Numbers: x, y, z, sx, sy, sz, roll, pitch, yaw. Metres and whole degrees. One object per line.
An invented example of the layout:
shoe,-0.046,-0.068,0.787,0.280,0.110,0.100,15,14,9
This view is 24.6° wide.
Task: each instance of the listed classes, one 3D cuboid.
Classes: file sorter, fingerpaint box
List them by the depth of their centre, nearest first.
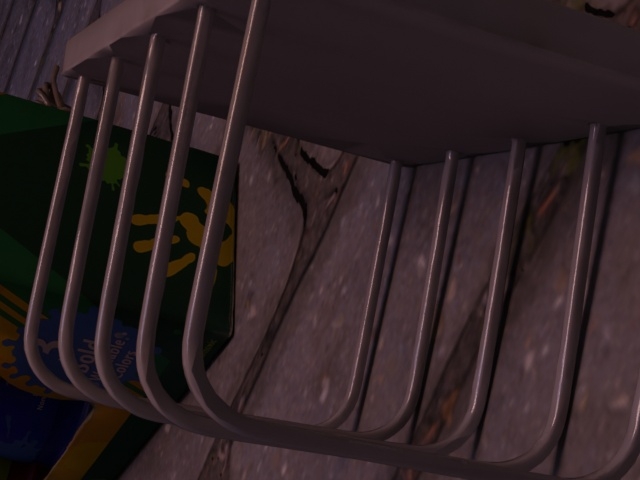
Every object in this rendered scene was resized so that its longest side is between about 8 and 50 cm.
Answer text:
file sorter,0.000,0.000,0.616,0.277,0.193,0.173,174,107,-67
fingerpaint box,-0.318,0.077,1.101,0.445,0.371,0.163,-50,32,45

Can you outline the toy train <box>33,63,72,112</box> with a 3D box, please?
toy train,-0.252,-0.046,1.409,0.248,0.105,0.143,-105,23,-53
